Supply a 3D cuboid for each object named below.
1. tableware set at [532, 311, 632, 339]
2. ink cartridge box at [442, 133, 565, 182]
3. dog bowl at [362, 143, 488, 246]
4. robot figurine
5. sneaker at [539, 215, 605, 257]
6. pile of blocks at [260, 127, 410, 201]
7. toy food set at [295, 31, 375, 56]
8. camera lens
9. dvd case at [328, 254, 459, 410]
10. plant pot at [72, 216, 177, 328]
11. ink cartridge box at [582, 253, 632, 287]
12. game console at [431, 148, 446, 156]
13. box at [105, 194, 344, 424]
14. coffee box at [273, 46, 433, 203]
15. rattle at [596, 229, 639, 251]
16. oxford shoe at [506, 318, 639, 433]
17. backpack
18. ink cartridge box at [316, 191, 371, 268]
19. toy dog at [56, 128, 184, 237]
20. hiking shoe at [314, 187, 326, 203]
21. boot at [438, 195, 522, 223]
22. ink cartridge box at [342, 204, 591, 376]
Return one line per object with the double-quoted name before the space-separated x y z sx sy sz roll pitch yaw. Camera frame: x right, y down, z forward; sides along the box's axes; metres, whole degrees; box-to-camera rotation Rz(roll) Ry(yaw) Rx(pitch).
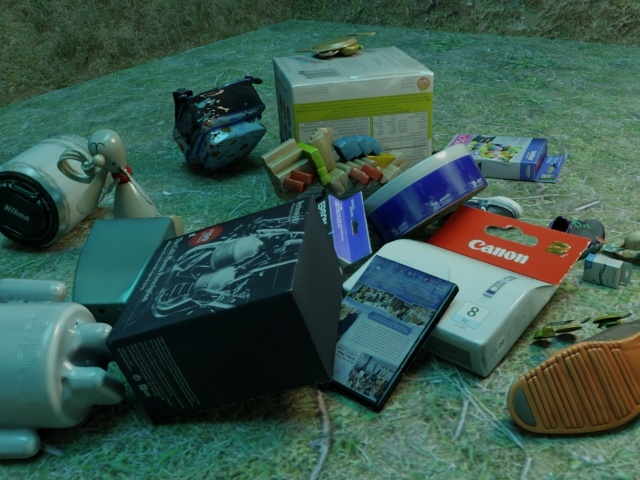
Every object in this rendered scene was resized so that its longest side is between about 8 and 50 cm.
"tableware set" 0.447 0.153 1.245 0.154 0.104 0.024 -6 71 -5
"ink cartridge box" 0.495 -0.228 1.978 0.311 0.065 0.186 10 31 23
"dog bowl" 0.221 -0.093 1.559 0.265 0.104 0.265 -31 -7 -4
"robot figurine" -0.494 0.199 1.174 0.353 0.200 0.300 -2 61 7
"sneaker" 0.530 -0.017 1.520 0.223 0.098 0.083 -28 35 -36
"pile of blocks" 0.056 -0.170 1.611 0.362 0.149 0.112 -9 22 -25
"toy food set" 0.040 -0.496 1.884 0.192 0.038 0.132 -25 25 -27
"camera lens" -0.676 -0.127 1.813 0.219 0.219 0.274 3 29 15
"dvd case" 0.098 0.148 1.241 0.180 0.022 0.253 21 65 39
"plant pot" -0.381 0.087 1.421 0.165 0.166 0.234 -2 34 7
"ink cartridge box" 0.559 0.061 1.419 0.083 0.048 0.028 16 34 35
"game console" 0.325 -0.206 1.884 0.085 0.124 0.144 -36 44 25
"box" -0.140 0.105 1.241 0.312 0.179 0.343 -16 25 12
"coffee box" 0.076 -0.287 1.863 0.338 0.334 0.337 -7 26 -7
"rattle" 0.674 0.037 1.458 0.199 0.143 0.130 -13 -9 8
"oxford shoe" 0.448 0.204 1.132 0.363 0.130 0.133 -17 -4 -8
"backpack" -0.297 -0.325 2.113 0.276 0.213 0.263 -18 -9 -31
"ink cartridge box" 0.000 0.000 1.489 0.208 0.045 0.206 -32 35 20
"toy dog" -0.442 -0.067 1.613 0.220 0.334 0.161 -20 37 28
"hiking shoe" -0.007 -0.033 1.628 0.086 0.114 0.227 -5 27 4
"boot" 0.362 -0.058 1.678 0.190 0.069 0.086 9 37 42
"ink cartridge box" 0.277 0.047 1.365 0.308 0.091 0.385 20 52 40
